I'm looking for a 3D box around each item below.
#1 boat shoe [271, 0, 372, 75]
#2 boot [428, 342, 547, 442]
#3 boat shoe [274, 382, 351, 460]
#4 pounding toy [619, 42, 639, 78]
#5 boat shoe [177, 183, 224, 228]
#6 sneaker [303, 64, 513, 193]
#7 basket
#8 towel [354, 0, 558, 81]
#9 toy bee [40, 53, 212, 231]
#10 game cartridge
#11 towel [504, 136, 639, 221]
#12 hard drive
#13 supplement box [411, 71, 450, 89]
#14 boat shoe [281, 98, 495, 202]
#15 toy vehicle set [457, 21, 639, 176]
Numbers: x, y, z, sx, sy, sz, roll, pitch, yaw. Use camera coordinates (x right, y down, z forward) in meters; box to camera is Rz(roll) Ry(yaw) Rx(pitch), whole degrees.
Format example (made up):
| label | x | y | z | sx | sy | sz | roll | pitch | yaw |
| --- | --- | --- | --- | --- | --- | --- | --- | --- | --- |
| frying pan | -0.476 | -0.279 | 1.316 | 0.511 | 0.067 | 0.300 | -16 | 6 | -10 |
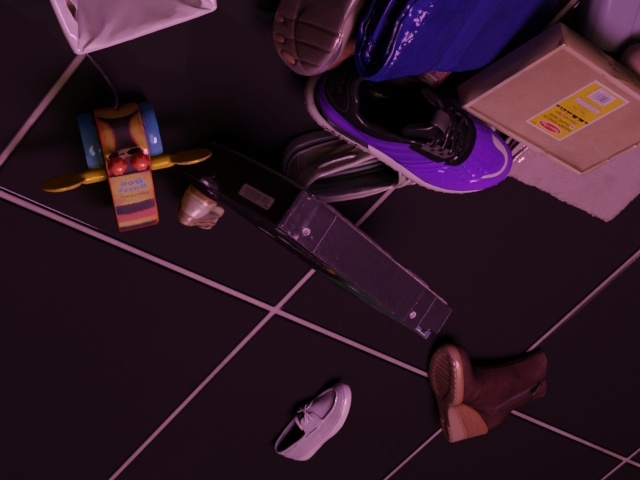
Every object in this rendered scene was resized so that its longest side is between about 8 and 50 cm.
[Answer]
| label | x | y | z | sx | sy | sz | roll | pitch | yaw |
| --- | --- | --- | --- | --- | --- | --- | --- | --- | --- |
| boat shoe | 0.059 | -0.335 | 1.262 | 0.116 | 0.123 | 0.324 | -14 | 146 | -53 |
| boot | 0.296 | 0.230 | 1.910 | 0.207 | 0.090 | 0.248 | -25 | 135 | -16 |
| boat shoe | -0.016 | 0.302 | 1.848 | 0.063 | 0.066 | 0.184 | 13 | 134 | -33 |
| pounding toy | 0.531 | -0.239 | 1.489 | 0.237 | 0.110 | 0.183 | -5 | 148 | 20 |
| boat shoe | -0.159 | -0.037 | 1.425 | 0.056 | 0.153 | 0.048 | 35 | 86 | -3 |
| sneaker | 0.131 | -0.136 | 1.365 | 0.293 | 0.146 | 0.102 | 20 | 82 | -21 |
| basket | -0.210 | -0.292 | 1.185 | 0.167 | 0.103 | 0.113 | -19 | 135 | -4 |
| towel | 0.181 | -0.296 | 1.294 | 0.308 | 0.076 | 0.227 | -14 | 147 | -48 |
| toy bee | -0.244 | -0.102 | 1.306 | 0.195 | 0.162 | 0.298 | -27 | 136 | 5 |
| game cartridge | 0.491 | -0.341 | 1.465 | 0.294 | 0.060 | 0.196 | -9 | 137 | -15 |
| towel | 0.398 | -0.135 | 1.620 | 0.282 | 0.049 | 0.187 | 21 | 122 | -37 |
| hard drive | 0.000 | 0.000 | 1.450 | 0.339 | 0.237 | 0.064 | 39 | 84 | -41 |
| supplement box | 0.130 | -0.239 | 1.415 | 0.083 | 0.043 | 0.055 | 28 | 116 | -38 |
| boat shoe | 0.101 | -0.109 | 1.487 | 0.302 | 0.094 | 0.109 | -15 | 134 | -9 |
| toy vehicle set | 0.329 | -0.176 | 1.444 | 0.267 | 0.035 | 0.166 | 23 | 142 | -38 |
